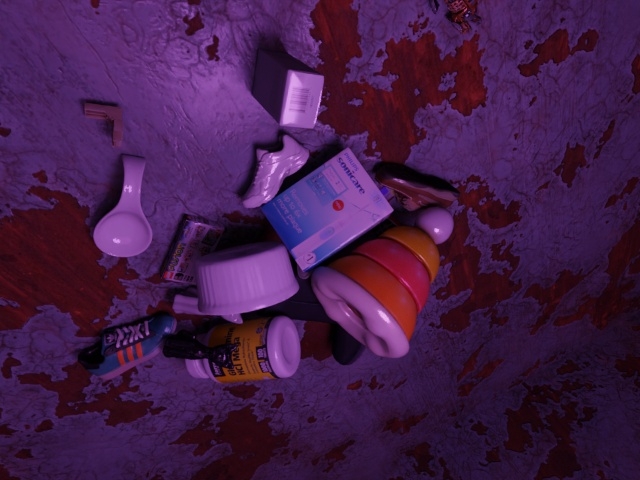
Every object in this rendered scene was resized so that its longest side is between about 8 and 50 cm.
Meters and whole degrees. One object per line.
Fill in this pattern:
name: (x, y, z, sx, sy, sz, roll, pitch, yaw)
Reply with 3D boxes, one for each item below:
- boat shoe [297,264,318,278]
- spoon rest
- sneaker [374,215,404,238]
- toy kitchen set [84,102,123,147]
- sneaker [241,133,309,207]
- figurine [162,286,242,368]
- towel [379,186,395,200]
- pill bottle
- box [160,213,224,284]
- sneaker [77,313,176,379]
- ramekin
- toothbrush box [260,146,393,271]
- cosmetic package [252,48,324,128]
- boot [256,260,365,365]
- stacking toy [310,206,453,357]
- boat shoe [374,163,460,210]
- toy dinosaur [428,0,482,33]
boat shoe: (0.000, 0.000, 1.286, 0.079, 0.095, 0.254, 16, 90, -49)
spoon rest: (-0.483, -0.070, 1.039, 0.137, 0.084, 0.276, 5, 120, -28)
sneaker: (0.296, -0.005, 1.446, 0.279, 0.118, 0.107, 40, 139, -21)
toy kitchen set: (-0.481, -0.246, 0.928, 0.075, 0.083, 0.068, 1, 164, -25)
sneaker: (-0.145, -0.192, 1.118, 0.232, 0.090, 0.115, -48, 123, 1)
figurine: (-0.331, 0.256, 1.228, 0.210, 0.092, 0.214, 9, 84, 12)
towel: (0.205, -0.146, 1.352, 0.083, 0.009, 0.060, -39, 129, 5)
pill bottle: (-0.248, 0.350, 1.321, 0.334, 0.187, 0.188, -12, 133, 18)
box: (-0.368, 0.030, 1.194, 0.114, 0.036, 0.207, 17, 115, -33)
sneaker: (-0.579, 0.307, 1.247, 0.302, 0.108, 0.121, -34, 135, 3)
ramekin: (-0.206, 0.092, 1.135, 0.277, 0.277, 0.135, -13, 99, -16)
toothbrush box: (0.020, -0.079, 1.169, 0.296, 0.216, 0.126, -33, 174, 0)
cosmetic package: (-0.080, -0.344, 0.933, 0.086, 0.231, 0.117, -1, 124, -24)
boot: (-0.015, 0.269, 1.455, 0.445, 0.146, 0.366, 13, 109, -35)
stacking toy: (0.238, 0.076, 1.261, 0.480, 0.351, 0.350, -45, 133, -19)
boat shoe: (0.305, -0.148, 1.328, 0.324, 0.122, 0.119, 11, 123, -31)
toy dinosaur: (0.344, -0.657, 0.972, 0.219, 0.164, 0.322, -24, 154, 13)
